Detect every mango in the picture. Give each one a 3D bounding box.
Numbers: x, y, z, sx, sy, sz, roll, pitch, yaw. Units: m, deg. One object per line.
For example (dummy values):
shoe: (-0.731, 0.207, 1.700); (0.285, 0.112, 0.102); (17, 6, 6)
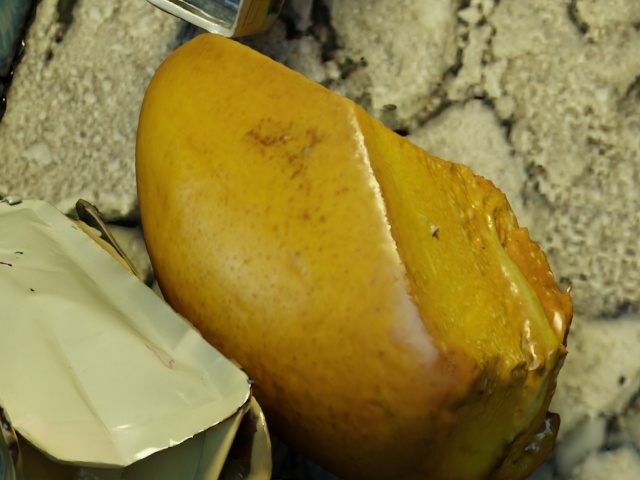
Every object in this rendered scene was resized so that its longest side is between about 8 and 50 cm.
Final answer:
mango: (0.000, 0.000, 0.756); (0.199, 0.201, 0.350); (-37, 62, -17)

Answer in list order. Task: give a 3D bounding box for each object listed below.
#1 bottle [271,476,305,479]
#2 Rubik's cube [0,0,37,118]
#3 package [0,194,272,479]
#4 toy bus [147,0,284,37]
bottle: (0.005, 0.194, 0.766); (0.330, 0.093, 0.093); (2, 81, 18)
Rubik's cube: (-0.409, -0.179, 0.838); (0.313, 0.318, 0.316); (16, 84, 20)
package: (-0.151, 0.091, 0.738); (0.165, 0.221, 0.311); (-22, 32, -26)
toy bus: (-0.013, -0.295, 0.791); (0.097, 0.138, 0.342); (28, 106, 10)
